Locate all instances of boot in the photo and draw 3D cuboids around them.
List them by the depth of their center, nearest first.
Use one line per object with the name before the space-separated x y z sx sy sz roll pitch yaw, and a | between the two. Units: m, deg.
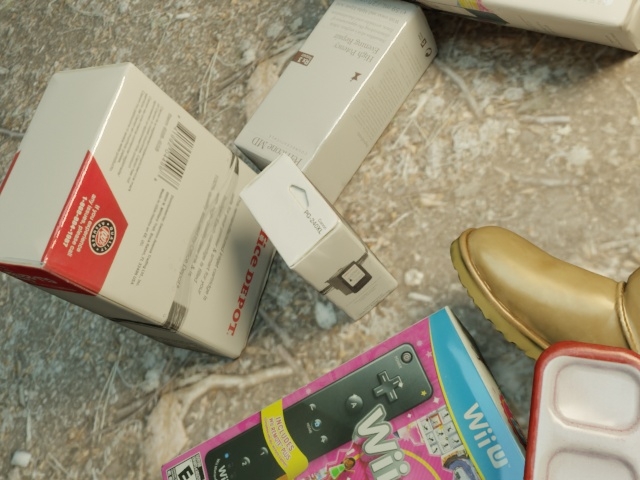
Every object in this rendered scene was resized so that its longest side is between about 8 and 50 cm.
boot | 0.258 0.001 0.483 0.236 0.089 0.270 47 123 13

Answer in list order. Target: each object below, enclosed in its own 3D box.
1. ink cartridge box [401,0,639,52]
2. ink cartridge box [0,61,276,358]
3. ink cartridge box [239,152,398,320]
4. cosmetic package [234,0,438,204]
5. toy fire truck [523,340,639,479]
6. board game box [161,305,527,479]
ink cartridge box | 0.178 -0.339 0.700 0.353 0.119 0.207 24 105 30
ink cartridge box | -0.169 -0.015 0.689 0.114 0.273 0.197 4 68 34
ink cartridge box | 0.000 0.000 0.663 0.063 0.150 0.109 -41 54 4
cosmetic package | 0.019 -0.166 0.779 0.117 0.085 0.231 29 80 36
toy fire truck | 0.231 0.223 0.382 0.253 0.169 0.303 6 76 20
board game box | 0.032 0.229 0.567 0.303 0.097 0.224 -31 56 10
